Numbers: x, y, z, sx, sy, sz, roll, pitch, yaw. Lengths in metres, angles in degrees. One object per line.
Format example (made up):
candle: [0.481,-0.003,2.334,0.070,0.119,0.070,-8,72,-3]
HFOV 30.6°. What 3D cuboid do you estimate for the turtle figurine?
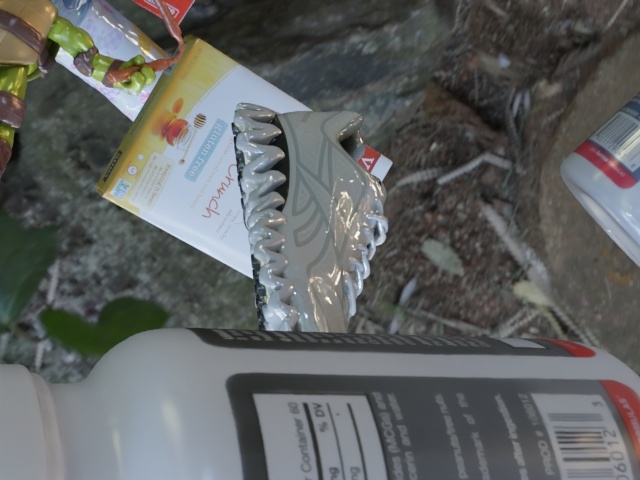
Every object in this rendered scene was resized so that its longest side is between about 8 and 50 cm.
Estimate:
turtle figurine: [-0.262,-0.162,0.927,0.270,0.217,0.087,34,155,-15]

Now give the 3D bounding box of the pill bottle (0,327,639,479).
pill bottle: [-0.013,0.149,0.591,0.363,0.210,0.210,4,120,-23]

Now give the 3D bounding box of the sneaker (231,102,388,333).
sneaker: [0.000,0.000,0.903,0.118,0.292,0.110,-5,142,-5]

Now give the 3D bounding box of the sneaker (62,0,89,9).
sneaker: [-0.364,-0.414,1.624,0.086,0.226,0.163,-31,135,-7]

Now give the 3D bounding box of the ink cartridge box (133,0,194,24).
ink cartridge box: [-0.259,-0.484,1.718,0.275,0.060,0.238,32,85,12]

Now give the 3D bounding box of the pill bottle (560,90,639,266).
pill bottle: [0.237,-0.063,0.664,0.180,0.108,0.108,-42,97,5]

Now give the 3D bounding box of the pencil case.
pencil case: [-0.302,-0.261,1.764,0.124,0.113,0.273,-41,134,13]

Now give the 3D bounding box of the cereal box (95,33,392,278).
cereal box: [-0.069,-0.063,1.127,0.240,0.047,0.173,29,92,-25]
